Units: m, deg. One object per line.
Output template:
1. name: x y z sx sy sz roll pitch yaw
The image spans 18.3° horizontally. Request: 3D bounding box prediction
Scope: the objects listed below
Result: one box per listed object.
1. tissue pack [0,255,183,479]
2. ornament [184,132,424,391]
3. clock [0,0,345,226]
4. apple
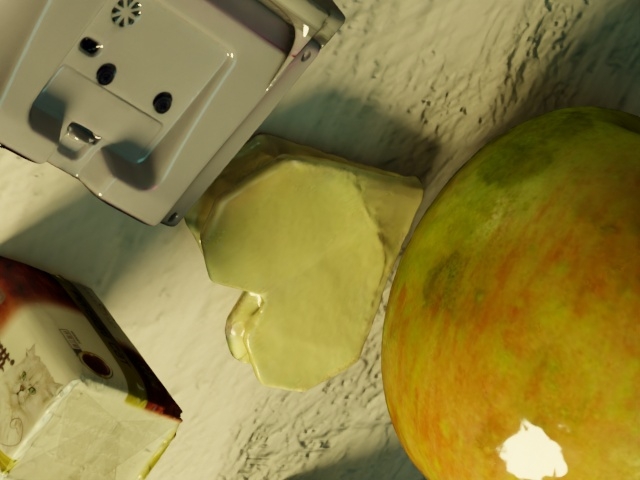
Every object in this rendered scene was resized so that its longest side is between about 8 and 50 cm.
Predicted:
1. tissue pack: -0.177 0.093 1.307 0.106 0.148 0.099 27 105 -45
2. ornament: 0.000 0.000 1.425 0.180 0.059 0.201 -31 134 -15
3. clock: -0.113 -0.124 1.227 0.186 0.083 0.253 -50 136 10
4. apple: 0.213 0.068 1.435 0.339 0.339 0.339 -19 132 -22
